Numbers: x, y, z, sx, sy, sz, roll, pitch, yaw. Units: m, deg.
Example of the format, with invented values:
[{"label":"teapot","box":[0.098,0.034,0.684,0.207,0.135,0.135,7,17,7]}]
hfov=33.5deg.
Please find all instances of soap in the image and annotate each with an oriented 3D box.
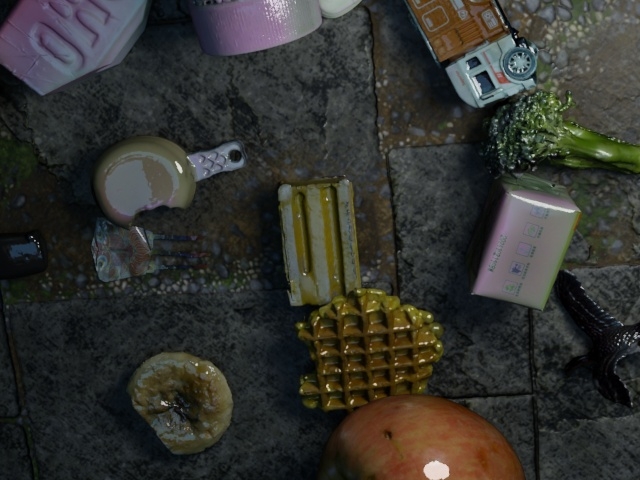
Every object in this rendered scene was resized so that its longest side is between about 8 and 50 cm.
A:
[{"label":"soap","box":[0.345,-0.005,1.836,0.138,0.182,0.199,18,107,0]},{"label":"soap","box":[-0.403,-0.400,1.834,0.193,0.109,0.324,39,105,-6]},{"label":"soap","box":[0.000,0.000,1.926,0.135,0.076,0.233,-5,105,5]}]

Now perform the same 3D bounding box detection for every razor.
[{"label":"razor","box":[-0.588,0.029,2.000,0.148,0.054,0.090,-5,109,8]}]

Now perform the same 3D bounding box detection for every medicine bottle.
[{"label":"medicine bottle","box":[-0.132,-0.482,1.709,0.256,0.256,0.324,-12,113,9]}]

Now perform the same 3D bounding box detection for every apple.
[{"label":"apple","box":[0.187,0.469,1.891,0.347,0.391,0.391,-1,109,-29]}]

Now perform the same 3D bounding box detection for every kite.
[{"label":"kite","box":[-0.320,0.016,1.992,0.229,0.016,0.127,-1,109,6]}]

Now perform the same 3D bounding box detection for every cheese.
[{"label":"cheese","box":[-0.270,-0.119,1.915,0.286,0.082,0.163,-12,105,8]}]

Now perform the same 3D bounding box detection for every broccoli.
[{"label":"broccoli","box":[0.426,-0.158,1.806,0.304,0.165,0.145,8,81,-16]}]

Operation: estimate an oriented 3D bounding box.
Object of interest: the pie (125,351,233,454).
[{"label":"pie","box":[-0.262,0.306,2.051,0.185,0.052,0.218,-37,101,9]}]

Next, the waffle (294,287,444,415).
[{"label":"waffle","box":[0.079,0.212,1.949,0.282,0.058,0.300,14,122,-12]}]

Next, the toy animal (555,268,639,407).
[{"label":"toy animal","box":[0.520,0.206,1.914,0.160,0.272,0.197,-4,144,-11]}]

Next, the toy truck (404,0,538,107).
[{"label":"toy truck","box":[0.239,-0.369,1.770,0.162,0.136,0.305,-26,99,19]}]

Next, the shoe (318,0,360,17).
[{"label":"shoe","box":[0.075,-0.483,1.765,0.095,0.110,0.265,37,103,-7]}]
